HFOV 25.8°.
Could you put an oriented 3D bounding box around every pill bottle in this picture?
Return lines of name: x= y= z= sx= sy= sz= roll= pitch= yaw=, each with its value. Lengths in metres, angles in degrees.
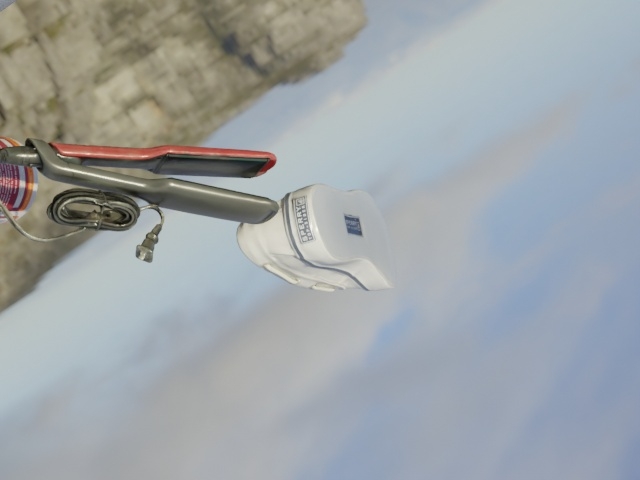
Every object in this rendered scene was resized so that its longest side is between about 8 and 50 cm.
pill bottle: x=-0.337 y=-0.056 z=1.284 sx=0.086 sy=0.086 sz=0.152 roll=-31 pitch=168 yaw=23

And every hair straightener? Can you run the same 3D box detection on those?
hair straightener: x=-0.135 y=-0.031 z=1.019 sx=0.230 sy=0.089 sz=0.047 roll=6 pitch=157 yaw=-30

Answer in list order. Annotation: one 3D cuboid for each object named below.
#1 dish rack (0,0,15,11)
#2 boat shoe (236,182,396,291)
dish rack: x=-0.411 y=-0.338 z=1.380 sx=0.072 sy=0.285 sz=0.333 roll=11 pitch=-137 yaw=37
boat shoe: x=0.000 y=0.000 z=1.255 sx=0.084 sy=0.095 sz=0.258 roll=-15 pitch=164 yaw=17
